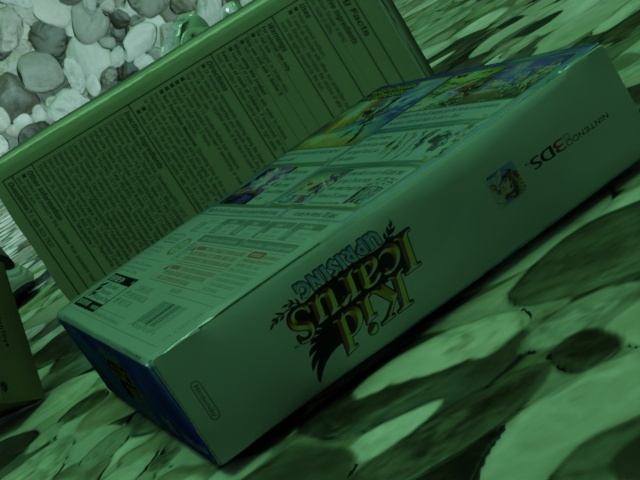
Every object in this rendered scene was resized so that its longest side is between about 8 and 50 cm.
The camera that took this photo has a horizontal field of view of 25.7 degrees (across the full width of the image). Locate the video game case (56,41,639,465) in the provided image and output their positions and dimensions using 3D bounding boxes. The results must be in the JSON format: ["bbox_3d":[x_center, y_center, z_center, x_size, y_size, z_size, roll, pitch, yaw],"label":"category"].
[{"bbox_3d":[0.000,0.000,0.712,0.244,0.061,0.269,-36,12,-14],"label":"video game case"}]

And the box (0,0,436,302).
[{"bbox_3d":[-0.072,-0.081,1.040,0.311,0.148,0.121,-29,11,9],"label":"box"}]

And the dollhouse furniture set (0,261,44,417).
[{"bbox_3d":[-0.314,0.085,0.841,0.161,0.212,0.242,-25,-13,24],"label":"dollhouse furniture set"}]

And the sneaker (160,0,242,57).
[{"bbox_3d":[-0.173,-0.181,1.708,0.305,0.152,0.114,-42,17,-35],"label":"sneaker"}]

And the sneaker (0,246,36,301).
[{"bbox_3d":[-0.393,0.042,1.462,0.271,0.108,0.100,-20,18,50],"label":"sneaker"}]
